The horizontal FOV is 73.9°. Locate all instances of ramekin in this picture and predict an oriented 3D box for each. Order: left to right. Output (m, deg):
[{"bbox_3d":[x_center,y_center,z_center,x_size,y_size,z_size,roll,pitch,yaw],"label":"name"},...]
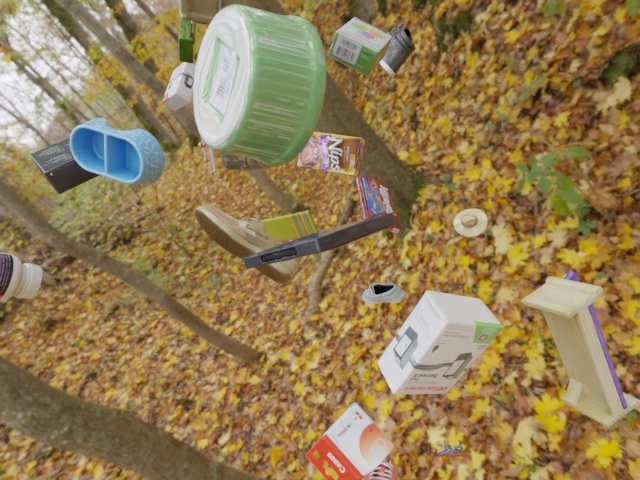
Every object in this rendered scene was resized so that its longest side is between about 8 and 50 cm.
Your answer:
[{"bbox_3d":[-0.139,-0.309,0.855,0.304,0.148,0.303,1,91,52],"label":"ramekin"}]

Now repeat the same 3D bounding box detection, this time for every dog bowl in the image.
[{"bbox_3d":[-0.610,-0.259,1.259,0.074,0.298,0.165,-44,-31,-61],"label":"dog bowl"}]

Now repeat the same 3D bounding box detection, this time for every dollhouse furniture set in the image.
[{"bbox_3d":[-0.306,-0.670,1.231,0.301,0.198,0.151,119,150,-58],"label":"dollhouse furniture set"}]

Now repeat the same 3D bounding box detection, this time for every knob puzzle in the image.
[{"bbox_3d":[-0.394,-0.313,1.444,0.030,0.213,0.213,-13,10,-20],"label":"knob puzzle"}]

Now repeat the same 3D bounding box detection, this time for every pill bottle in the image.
[{"bbox_3d":[-0.722,0.074,0.913,0.108,0.194,0.108,-12,69,34],"label":"pill bottle"}]

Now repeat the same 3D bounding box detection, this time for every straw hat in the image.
[{"bbox_3d":[0.640,-0.089,1.837,0.145,0.061,0.144,-14,62,27],"label":"straw hat"}]

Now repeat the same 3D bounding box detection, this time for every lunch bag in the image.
[{"bbox_3d":[-0.276,-0.443,1.747,0.256,0.304,0.212,1,40,2],"label":"lunch bag"}]

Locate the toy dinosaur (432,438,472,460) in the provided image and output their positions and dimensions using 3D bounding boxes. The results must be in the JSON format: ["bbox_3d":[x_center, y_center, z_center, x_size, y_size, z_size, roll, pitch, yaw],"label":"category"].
[{"bbox_3d":[0.351,0.577,1.161,0.082,0.047,0.090,-29,45,-13],"label":"toy dinosaur"}]

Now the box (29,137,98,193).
[{"bbox_3d":[-0.839,-0.253,1.408,0.156,0.093,0.158,-36,51,-27],"label":"box"}]

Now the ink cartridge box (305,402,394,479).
[{"bbox_3d":[0.075,0.528,1.073,0.179,0.145,0.045,-41,-6,-21],"label":"ink cartridge box"}]

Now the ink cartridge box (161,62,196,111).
[{"bbox_3d":[-0.501,-0.559,1.535,0.109,0.063,0.150,-8,64,44],"label":"ink cartridge box"}]

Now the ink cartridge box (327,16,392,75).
[{"bbox_3d":[0.107,-0.485,1.043,0.209,0.109,0.062,-60,-3,-47],"label":"ink cartridge box"}]

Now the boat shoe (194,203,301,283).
[{"bbox_3d":[-0.214,-0.007,1.269,0.110,0.341,0.122,-58,13,-27],"label":"boat shoe"}]

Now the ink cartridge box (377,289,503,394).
[{"bbox_3d":[0.307,0.277,1.119,0.272,0.199,0.114,-64,32,27],"label":"ink cartridge box"}]

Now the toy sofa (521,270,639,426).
[{"bbox_3d":[0.691,0.268,1.097,0.177,0.362,0.150,-29,13,-12],"label":"toy sofa"}]

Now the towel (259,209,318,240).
[{"bbox_3d":[-0.132,-0.049,1.564,0.238,0.102,0.021,-10,30,21],"label":"towel"}]

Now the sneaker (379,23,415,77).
[{"bbox_3d":[0.244,-0.736,1.555,0.147,0.105,0.295,-39,57,20],"label":"sneaker"}]

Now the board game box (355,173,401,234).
[{"bbox_3d":[0.211,-0.141,1.579,0.027,0.145,0.281,-57,24,36],"label":"board game box"}]

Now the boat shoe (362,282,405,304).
[{"bbox_3d":[0.237,0.202,1.695,0.228,0.081,0.079,-11,34,54],"label":"boat shoe"}]

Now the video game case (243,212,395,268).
[{"bbox_3d":[0.000,0.000,0.996,0.248,0.035,0.275,-14,4,44],"label":"video game case"}]

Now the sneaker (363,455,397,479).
[{"bbox_3d":[0.160,0.667,1.188,0.313,0.116,0.136,77,-156,-63],"label":"sneaker"}]

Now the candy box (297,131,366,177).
[{"bbox_3d":[0.032,-0.254,1.244,0.053,0.187,0.109,-2,-76,-67],"label":"candy box"}]
